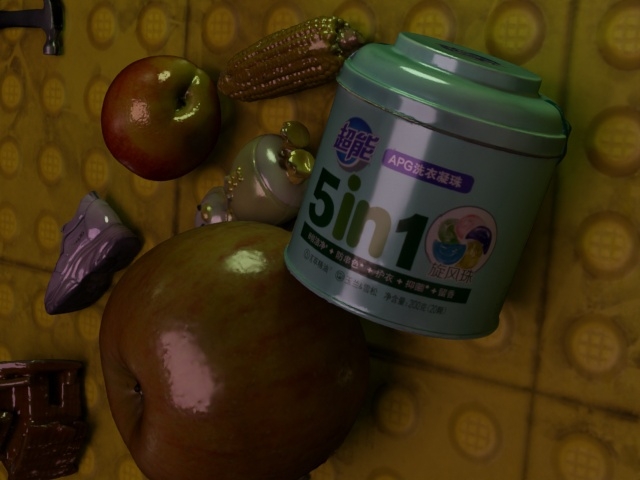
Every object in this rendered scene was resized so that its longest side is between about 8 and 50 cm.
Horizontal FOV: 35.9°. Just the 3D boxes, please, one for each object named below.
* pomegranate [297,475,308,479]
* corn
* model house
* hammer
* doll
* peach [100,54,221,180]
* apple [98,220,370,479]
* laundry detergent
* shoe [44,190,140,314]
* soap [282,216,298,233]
[{"bbox_3d":[-0.116,0.459,1.502,0.263,0.211,0.211,-24,75,-10],"label":"pomegranate"},{"bbox_3d":[-0.045,-0.261,1.437,0.262,0.097,0.097,-10,87,38],"label":"corn"},{"bbox_3d":[-0.555,0.333,1.811,0.219,0.199,0.229,-16,80,49],"label":"model house"},{"bbox_3d":[-0.589,-0.424,1.867,0.290,0.037,0.137,10,100,36],"label":"hammer"},{"bbox_3d":[-0.111,-0.064,1.486,0.296,0.117,0.141,-34,62,33],"label":"doll"},{"bbox_3d":[-0.251,-0.192,1.548,0.192,0.190,0.190,-20,81,48],"label":"peach"},{"bbox_3d":[-0.132,0.170,1.368,0.400,0.333,0.400,16,116,37],"label":"apple"},{"bbox_3d":[0.131,-0.079,1.199,0.287,0.287,0.305,29,111,32],"label":"laundry detergent"},{"bbox_3d":[-0.428,0.028,1.752,0.245,0.095,0.137,-44,65,27],"label":"shoe"},{"bbox_3d":[0.001,0.000,1.452,0.140,0.045,0.089,-10,84,40],"label":"soap"}]
